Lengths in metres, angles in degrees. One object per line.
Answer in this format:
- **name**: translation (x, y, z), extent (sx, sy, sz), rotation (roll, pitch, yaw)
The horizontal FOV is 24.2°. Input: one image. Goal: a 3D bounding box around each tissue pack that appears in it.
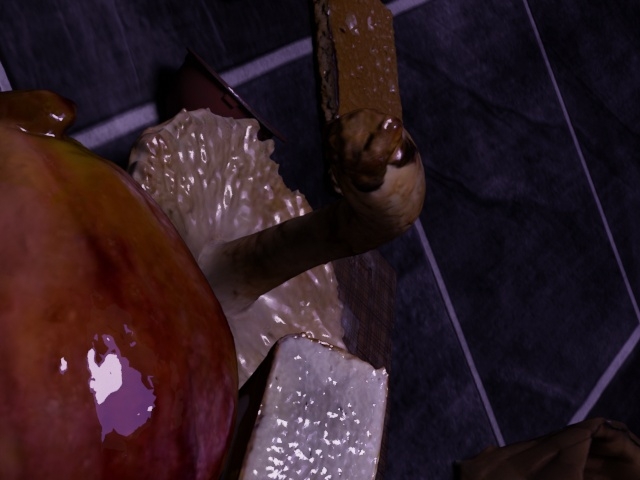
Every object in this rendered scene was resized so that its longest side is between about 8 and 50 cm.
- **tissue pack**: translation (-0.048, 0.182, 0.897), extent (0.092, 0.226, 0.183), rotation (23, 53, -8)

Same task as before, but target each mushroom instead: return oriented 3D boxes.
- **mushroom**: translation (-0.019, 0.030, 0.987), extent (0.233, 0.302, 0.208), rotation (29, 84, -34)

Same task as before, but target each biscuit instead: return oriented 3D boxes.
- **biscuit**: translation (0.038, -0.137, 1.398), extent (0.131, 0.025, 0.231), rotation (27, 53, -53)

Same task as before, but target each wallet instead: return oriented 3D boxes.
- **wallet**: translation (0.021, 0.092, 1.240), extent (0.124, 0.042, 0.230), rotation (48, 39, -42)

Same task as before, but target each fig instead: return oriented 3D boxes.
- **fig**: translation (-0.156, 0.061, 0.802), extent (0.224, 0.224, 0.263), rotation (7, 51, -58)

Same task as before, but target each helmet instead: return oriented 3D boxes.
- **helmet**: translation (-0.081, -0.091, 1.144), extent (0.089, 0.057, 0.111), rotation (42, 0, 41)

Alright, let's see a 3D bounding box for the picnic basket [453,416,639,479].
- **picnic basket**: translation (0.312, 0.315, 1.344), extent (0.293, 0.337, 0.337), rotation (31, 50, -49)
